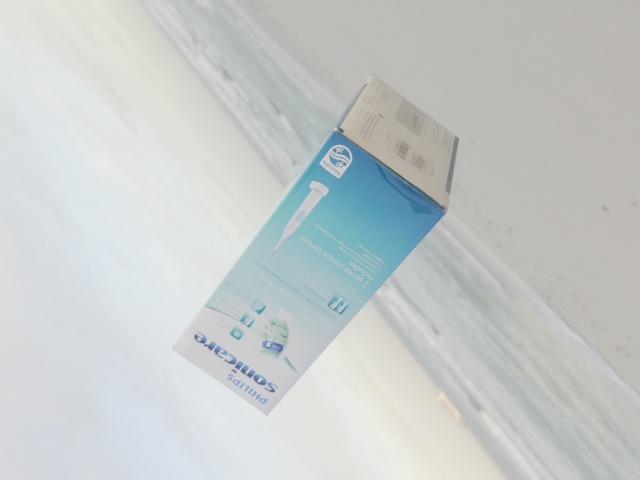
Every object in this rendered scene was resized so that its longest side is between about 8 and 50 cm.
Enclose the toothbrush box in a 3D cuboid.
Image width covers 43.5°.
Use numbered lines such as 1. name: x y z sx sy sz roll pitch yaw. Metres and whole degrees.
1. toothbrush box: 0.000 0.000 0.826 0.126 0.295 0.216 37 -154 -5
